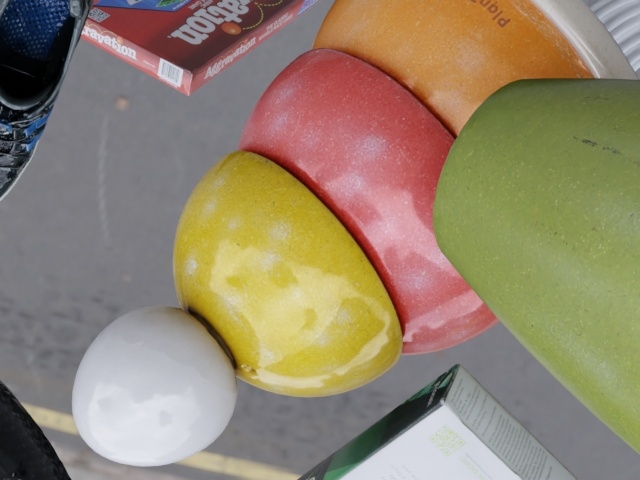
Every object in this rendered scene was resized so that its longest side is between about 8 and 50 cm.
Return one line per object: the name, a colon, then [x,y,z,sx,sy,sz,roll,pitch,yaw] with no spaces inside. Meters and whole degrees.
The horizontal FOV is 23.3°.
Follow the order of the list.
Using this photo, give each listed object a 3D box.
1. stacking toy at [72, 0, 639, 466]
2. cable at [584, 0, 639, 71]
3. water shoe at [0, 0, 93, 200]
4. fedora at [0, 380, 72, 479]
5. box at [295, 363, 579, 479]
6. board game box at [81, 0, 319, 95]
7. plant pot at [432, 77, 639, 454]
stacking toy: [0.000,0.000,1.216,0.350,0.480,0.350,46,159,23]
cable: [0.325,-0.129,1.436,0.257,0.089,0.257,-1,111,12]
water shoe: [-0.194,-0.093,0.936,0.073,0.080,0.203,18,121,-15]
fedora: [-0.251,0.145,0.589,0.334,0.334,0.152,26,129,-22]
box: [0.066,0.258,1.135,0.232,0.058,0.322,45,122,-8]
board game box: [-0.100,-0.231,1.441,0.145,0.281,0.027,29,131,15]
plant pot: [0.227,0.008,0.984,0.293,0.275,0.275,29,158,33]
